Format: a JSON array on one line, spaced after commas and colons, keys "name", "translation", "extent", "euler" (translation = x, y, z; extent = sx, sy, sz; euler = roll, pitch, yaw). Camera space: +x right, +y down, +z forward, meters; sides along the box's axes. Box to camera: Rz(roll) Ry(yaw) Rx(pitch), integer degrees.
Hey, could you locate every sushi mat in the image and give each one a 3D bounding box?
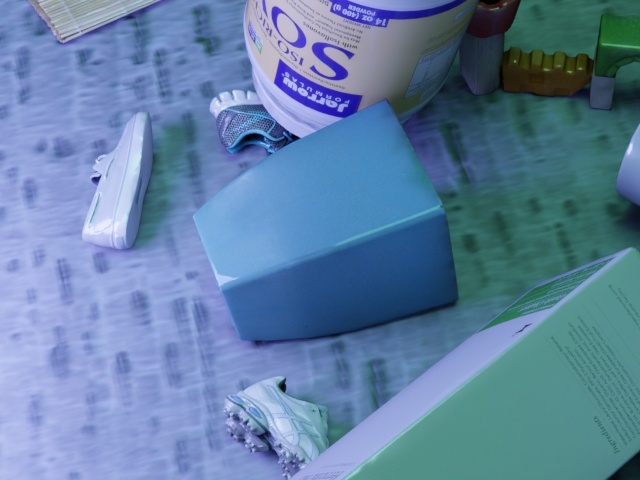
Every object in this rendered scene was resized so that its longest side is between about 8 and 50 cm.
[{"name": "sushi mat", "translation": [-0.231, -0.364, 1.842], "extent": [0.317, 0.019, 0.151], "euler": [-27, 54, -17]}]

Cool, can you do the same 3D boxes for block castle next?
[{"name": "block castle", "translation": [0.392, -0.319, 1.646], "extent": [0.453, 0.213, 0.303], "euler": [8, 53, 10]}]

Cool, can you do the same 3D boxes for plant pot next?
[{"name": "plant pot", "translation": [0.000, 0.000, 1.458], "extent": [0.234, 0.165, 0.165], "euler": [-22, 53, -4]}]

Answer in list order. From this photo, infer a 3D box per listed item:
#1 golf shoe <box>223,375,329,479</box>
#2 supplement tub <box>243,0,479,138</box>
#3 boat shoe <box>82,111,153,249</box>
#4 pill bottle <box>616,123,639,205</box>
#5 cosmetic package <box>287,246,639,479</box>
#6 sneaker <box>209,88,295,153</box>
[{"name": "golf shoe", "translation": [-0.013, 0.193, 1.364], "extent": [0.086, 0.069, 0.176], "euler": [-34, 58, -28]}, {"name": "supplement tub", "translation": [0.045, -0.266, 1.481], "extent": [0.241, 0.331, 0.241], "euler": [4, 63, -8]}, {"name": "boat shoe", "translation": [-0.230, -0.070, 1.589], "extent": [0.063, 0.066, 0.184], "euler": [4, 62, 5]}, {"name": "pill bottle", "translation": [0.469, -0.040, 1.449], "extent": [0.302, 0.169, 0.169], "euler": [28, 58, 23]}, {"name": "cosmetic package", "translation": [0.154, 0.179, 1.255], "extent": [0.365, 0.197, 0.155], "euler": [-34, 91, -23]}, {"name": "sneaker", "translation": [-0.044, -0.137, 1.636], "extent": [0.167, 0.065, 0.076], "euler": [-7, 68, 2]}]
